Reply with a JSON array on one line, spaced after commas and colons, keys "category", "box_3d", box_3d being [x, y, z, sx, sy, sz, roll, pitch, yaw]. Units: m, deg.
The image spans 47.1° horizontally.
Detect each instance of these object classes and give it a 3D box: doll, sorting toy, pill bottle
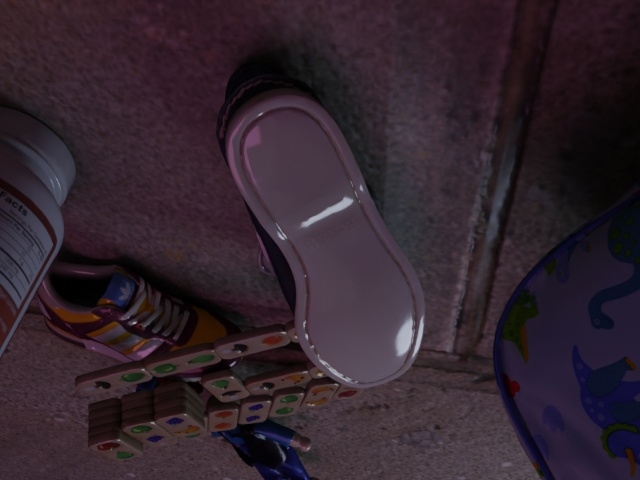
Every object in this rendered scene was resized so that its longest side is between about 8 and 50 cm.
[{"category": "doll", "box_3d": [-0.064, 0.225, 0.807, 0.129, 0.046, 0.189, -6, 131, 35]}, {"category": "sorting toy", "box_3d": [-0.164, 0.164, 0.766, 0.061, 0.042, 0.102, 27, 138, -16]}, {"category": "pill bottle", "box_3d": [-0.245, 0.014, 0.479, 0.121, 0.216, 0.121, 7, 139, 6]}]

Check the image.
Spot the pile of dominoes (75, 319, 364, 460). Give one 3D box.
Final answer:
[{"category": "pile of dominoes", "box_3d": [-0.071, 0.143, 0.646, 0.251, 0.040, 0.196, -15, 148, 5]}]

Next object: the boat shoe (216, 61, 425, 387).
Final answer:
[{"category": "boat shoe", "box_3d": [0.000, 0.000, 0.493, 0.095, 0.079, 0.254, -27, 127, 4]}]

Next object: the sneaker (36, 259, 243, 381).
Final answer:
[{"category": "sneaker", "box_3d": [-0.154, 0.067, 0.630, 0.186, 0.069, 0.084, 12, 145, -1]}]

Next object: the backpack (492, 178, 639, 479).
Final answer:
[{"category": "backpack", "box_3d": [0.258, 0.038, 0.342, 0.290, 0.273, 0.355, 62, 154, 9]}]
